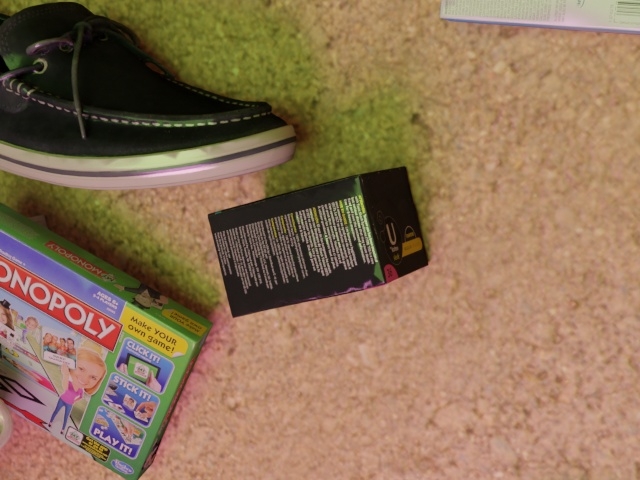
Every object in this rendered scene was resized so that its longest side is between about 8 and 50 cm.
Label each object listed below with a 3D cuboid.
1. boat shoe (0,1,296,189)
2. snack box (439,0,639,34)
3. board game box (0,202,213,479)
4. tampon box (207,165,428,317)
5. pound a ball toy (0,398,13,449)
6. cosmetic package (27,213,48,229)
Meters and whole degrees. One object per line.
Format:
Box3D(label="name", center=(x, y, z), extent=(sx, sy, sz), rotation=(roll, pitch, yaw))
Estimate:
Box3D(label="boat shoe", center=(-0.251, -0.153, 1.038), extent=(0.500, 0.186, 0.156), rotation=(15, 110, 27))
Box3D(label="snack box", center=(0.208, -0.337, 0.860), extent=(0.187, 0.060, 0.322), rotation=(10, 102, 23))
Box3D(label="board game box", center=(-0.292, 0.098, 1.118), extent=(0.317, 0.046, 0.214), rotation=(29, 121, 6))
Box3D(label="tampon box", center=(0.000, 0.000, 0.977), extent=(0.161, 0.120, 0.102), rotation=(-13, 92, 26))
Box3D(label="pound a ball toy", center=(-0.420, 0.251, 1.166), extent=(0.208, 0.136, 0.319), rotation=(43, 143, -10))
Box3D(label="cosmetic package", center=(-0.413, 0.048, 1.210), extent=(0.239, 0.060, 0.099), rotation=(-16, 94, 25))
